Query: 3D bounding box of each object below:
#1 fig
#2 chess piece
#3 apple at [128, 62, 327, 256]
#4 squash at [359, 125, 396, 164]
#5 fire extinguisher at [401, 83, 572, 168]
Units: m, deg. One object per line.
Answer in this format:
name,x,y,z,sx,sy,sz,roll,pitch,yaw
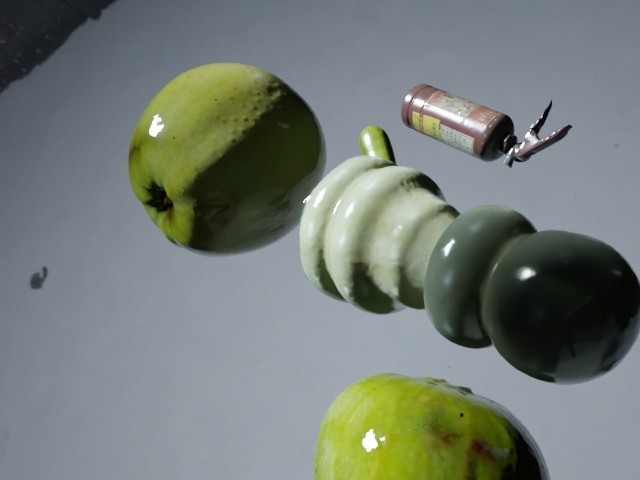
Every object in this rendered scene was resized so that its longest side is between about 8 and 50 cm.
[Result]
fig,0.129,0.332,0.679,0.316,0.316,0.316,-8,65,17
chess piece,0.140,0.030,0.547,0.330,0.182,0.182,25,77,48
apple,-0.221,-0.187,1.297,0.473,0.473,0.474,-8,65,17
squash,0.130,-0.156,1.138,0.066,0.066,0.201,-21,62,11
fire extinguisher,0.235,-0.177,0.799,0.252,0.075,0.106,37,125,42
